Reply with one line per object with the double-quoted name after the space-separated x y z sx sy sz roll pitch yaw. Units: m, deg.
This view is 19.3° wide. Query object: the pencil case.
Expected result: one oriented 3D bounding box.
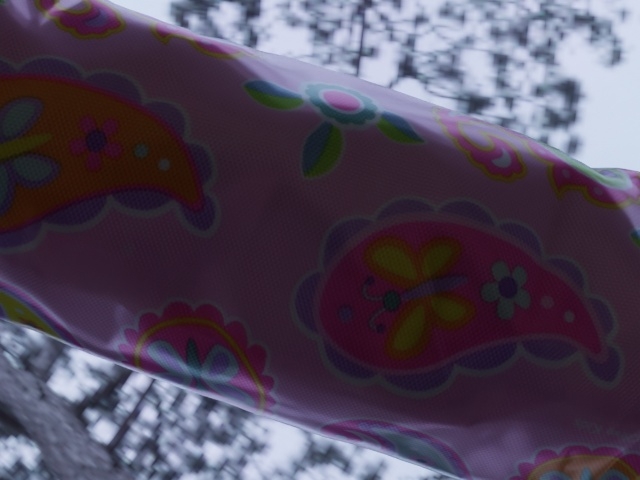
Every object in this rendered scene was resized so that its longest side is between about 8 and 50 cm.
0.000 0.000 0.637 0.284 0.124 0.124 17 -89 -7 "pencil case"
